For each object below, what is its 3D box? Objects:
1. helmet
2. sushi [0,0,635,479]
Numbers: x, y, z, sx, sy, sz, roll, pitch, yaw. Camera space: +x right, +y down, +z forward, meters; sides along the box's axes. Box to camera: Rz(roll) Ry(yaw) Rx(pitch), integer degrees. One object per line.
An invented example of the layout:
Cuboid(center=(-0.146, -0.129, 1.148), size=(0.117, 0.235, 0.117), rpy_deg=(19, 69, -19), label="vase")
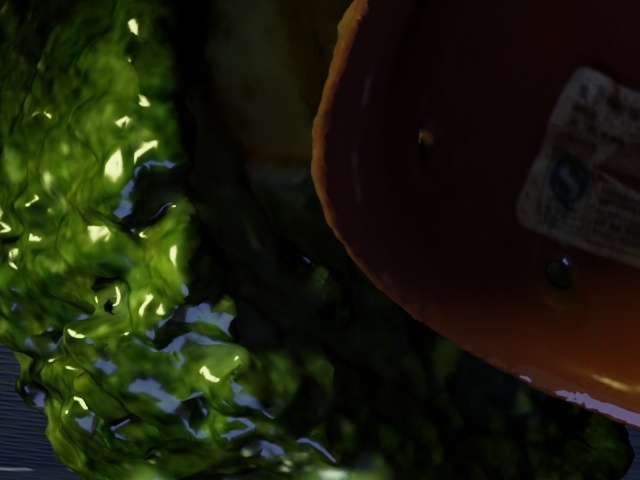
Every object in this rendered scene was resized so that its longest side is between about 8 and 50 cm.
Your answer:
Cuboid(center=(0.188, -0.093, 0.534), size=(0.337, 0.230, 0.385), rpy_deg=(13, 149, 8), label="helmet")
Cuboid(center=(0.000, 0.000, 0.716), size=(0.352, 0.294, 0.178), rpy_deg=(28, 146, -36), label="sushi")
